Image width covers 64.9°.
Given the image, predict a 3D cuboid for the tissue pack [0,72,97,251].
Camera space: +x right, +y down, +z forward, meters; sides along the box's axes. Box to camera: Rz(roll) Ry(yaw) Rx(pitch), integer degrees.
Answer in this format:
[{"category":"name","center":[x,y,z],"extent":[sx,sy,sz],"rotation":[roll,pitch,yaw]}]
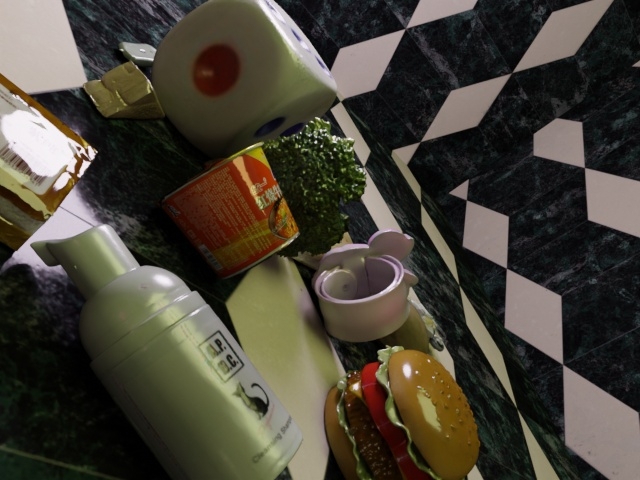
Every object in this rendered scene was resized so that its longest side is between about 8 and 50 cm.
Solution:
[{"category":"tissue pack","center":[-0.400,-0.123,0.589],"extent":[0.226,0.092,0.183],"rotation":[41,24,-27]}]

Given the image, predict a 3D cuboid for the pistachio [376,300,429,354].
[{"category":"pistachio","center":[0.197,0.221,1.280],"extent":[0.225,0.136,0.135],"rotation":[56,20,-13]}]

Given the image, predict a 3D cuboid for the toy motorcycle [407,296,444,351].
[{"category":"toy motorcycle","center":[0.293,0.236,1.516],"extent":[0.229,0.074,0.151],"rotation":[43,21,-22]}]

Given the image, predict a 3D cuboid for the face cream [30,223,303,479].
[{"category":"face cream","center":[-0.185,0.123,0.580],"extent":[0.369,0.145,0.145],"rotation":[54,21,-1]}]

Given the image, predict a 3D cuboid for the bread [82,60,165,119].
[{"category":"bread","center":[-0.371,-0.265,0.967],"extent":[0.077,0.105,0.152],"rotation":[54,-11,2]}]

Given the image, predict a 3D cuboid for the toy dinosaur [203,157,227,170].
[{"category":"toy dinosaur","center":[-0.130,-0.129,1.141],"extent":[0.280,0.101,0.055],"rotation":[0,27,-31]}]

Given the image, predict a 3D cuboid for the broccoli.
[{"category":"broccoli","center":[-0.039,-0.108,1.024],"extent":[0.235,0.288,0.259],"rotation":[36,48,-43]}]

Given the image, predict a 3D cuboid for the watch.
[{"category":"watch","center":[0.113,0.115,1.092],"extent":[0.217,0.249,0.210],"rotation":[-108,-175,-62]}]

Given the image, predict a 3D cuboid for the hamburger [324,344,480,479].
[{"category":"hamburger","center":[0.159,0.322,0.897],"extent":[0.274,0.212,0.274],"rotation":[43,23,-24]}]

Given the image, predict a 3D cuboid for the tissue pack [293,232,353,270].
[{"category":"tissue pack","center":[0.000,0.000,1.235],"extent":[0.196,0.092,0.148],"rotation":[31,29,-46]}]

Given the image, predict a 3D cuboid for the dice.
[{"category":"dice","center":[-0.164,-0.357,1.137],"extent":[0.276,0.304,0.304],"rotation":[56,18,2]}]

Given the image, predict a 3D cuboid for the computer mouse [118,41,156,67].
[{"category":"computer mouse","center":[-0.403,-0.407,1.109],"extent":[0.055,0.032,0.110],"rotation":[55,31,7]}]

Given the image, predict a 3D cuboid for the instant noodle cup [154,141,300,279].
[{"category":"instant noodle cup","center":[-0.147,-0.043,0.867],"extent":[0.174,0.213,0.213],"rotation":[60,20,-9]}]
